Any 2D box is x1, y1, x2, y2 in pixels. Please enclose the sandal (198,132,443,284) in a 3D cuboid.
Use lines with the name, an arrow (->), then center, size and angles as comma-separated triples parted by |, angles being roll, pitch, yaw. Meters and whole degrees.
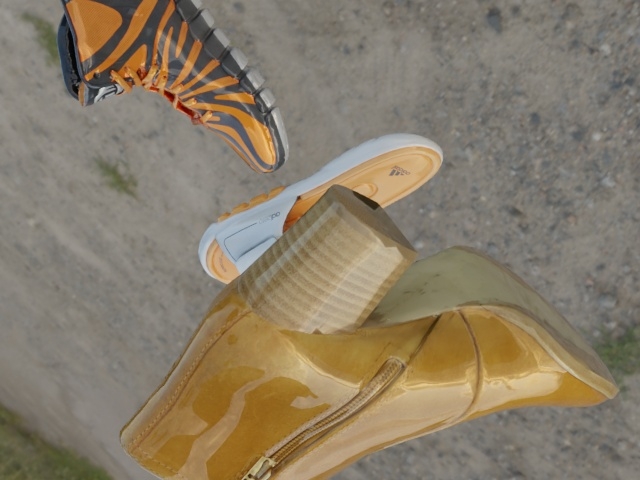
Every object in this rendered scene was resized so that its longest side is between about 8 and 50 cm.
sandal -> -0.007, -0.003, 0.752 | 0.265, 0.076, 0.102 | -30, 144, 35

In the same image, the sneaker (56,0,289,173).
sneaker -> -0.183, -0.177, 0.998 | 0.321, 0.180, 0.125 | 53, 156, -14

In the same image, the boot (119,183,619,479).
boot -> 0.039, 0.100, 0.560 | 0.295, 0.211, 0.104 | 27, -159, -35
